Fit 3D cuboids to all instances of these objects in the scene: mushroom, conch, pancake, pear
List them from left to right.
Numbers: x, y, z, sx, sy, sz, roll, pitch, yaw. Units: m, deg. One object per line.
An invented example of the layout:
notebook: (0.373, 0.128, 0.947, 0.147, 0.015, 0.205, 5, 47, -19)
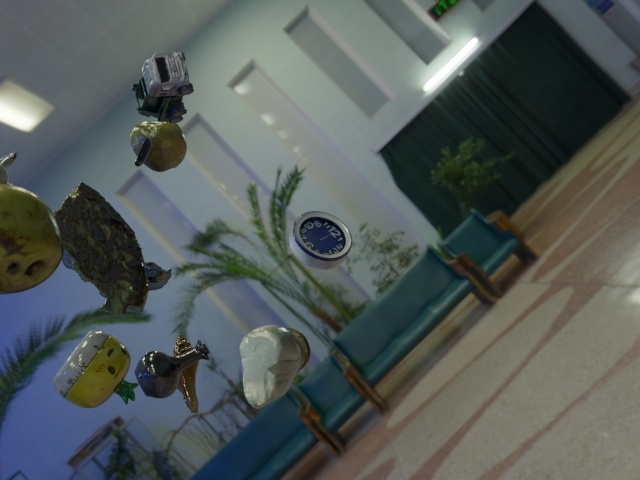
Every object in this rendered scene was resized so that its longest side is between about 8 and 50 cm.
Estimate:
pear: (-0.756, 0.003, 1.460, 0.283, 0.283, 0.283, -44, -2, -2)
pancake: (-0.656, 0.036, 1.847, 0.066, 0.427, 0.305, -30, 10, 28)
pear: (-0.684, -0.399, 2.606, 0.228, 0.212, 0.188, -1, 18, 6)
conch: (-0.468, 0.453, 2.139, 0.109, 0.330, 0.093, -3, -51, -20)
mushroom: (-0.099, 0.264, 1.357, 0.328, 0.122, 0.159, 41, -107, -80)

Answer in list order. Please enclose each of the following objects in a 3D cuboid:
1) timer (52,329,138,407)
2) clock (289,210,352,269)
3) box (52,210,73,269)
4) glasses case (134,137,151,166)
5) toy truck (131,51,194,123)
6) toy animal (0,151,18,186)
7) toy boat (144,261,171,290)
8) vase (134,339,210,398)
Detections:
timer: (-0.755, 0.475, 2.150, 0.285, 0.285, 0.285, -44, -2, -2)
clock: (0.000, 0.000, 2.296, 0.230, 0.230, 0.083, -42, -16, -44)
box: (-0.879, -0.010, 2.207, 0.162, 0.227, 0.130, 1, 26, 38)
glasses case: (-0.480, -0.237, 1.673, 0.033, 0.023, 0.083, 126, 164, -65)
toy truck: (-0.387, -0.362, 1.485, 0.116, 0.110, 0.216, -13, -8, -26)
toy animal: (-0.904, -0.196, 1.729, 0.181, 0.130, 0.127, -157, 82, -82)
toy boat: (-0.594, 0.118, 2.135, 0.223, 0.100, 0.097, -5, -58, -65)
vase: (-0.362, 0.311, 1.526, 0.182, 0.120, 0.120, -27, -6, -14)
